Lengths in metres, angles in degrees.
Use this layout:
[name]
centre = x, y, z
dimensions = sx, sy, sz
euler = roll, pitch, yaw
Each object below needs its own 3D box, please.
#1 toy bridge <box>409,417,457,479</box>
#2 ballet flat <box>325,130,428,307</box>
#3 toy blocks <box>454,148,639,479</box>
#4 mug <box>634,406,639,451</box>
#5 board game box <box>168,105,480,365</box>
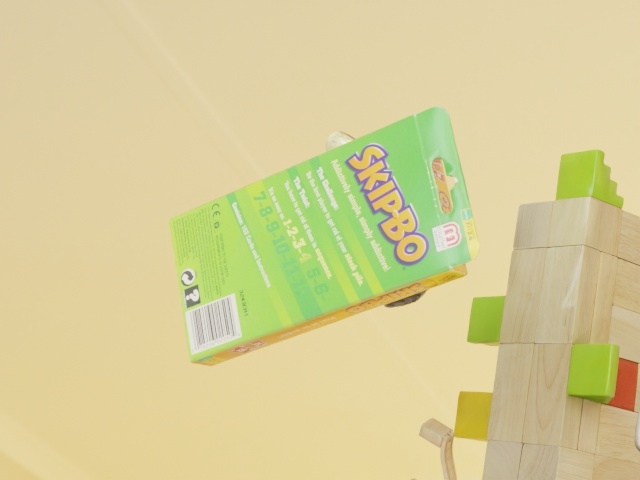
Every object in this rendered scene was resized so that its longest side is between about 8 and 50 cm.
[toy bridge]
centre = 0.122, 0.296, 1.405
dimensions = 0.063, 0.026, 0.188
euler = 28, -62, 28
[ballet flat]
centre = 0.047, -0.021, 1.125
dimensions = 0.049, 0.173, 0.057
euler = -24, -8, -19
[toy blocks]
centre = 0.306, 0.130, 1.257
dimensions = 0.261, 0.381, 0.191
euler = 17, -14, -34
[mug]
centre = 0.395, 0.087, 0.869
dimensions = 0.328, 0.276, 0.374
euler = -46, -19, 0
[board game box]
centre = 0.000, 0.000, 0.941
dimensions = 0.259, 0.124, 0.039
euler = -22, -23, 30
